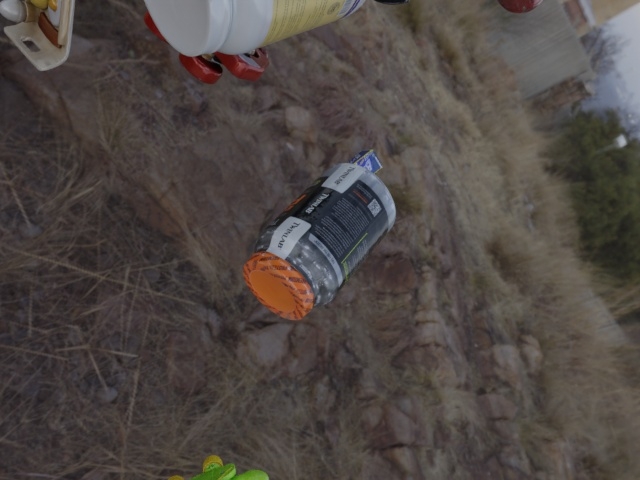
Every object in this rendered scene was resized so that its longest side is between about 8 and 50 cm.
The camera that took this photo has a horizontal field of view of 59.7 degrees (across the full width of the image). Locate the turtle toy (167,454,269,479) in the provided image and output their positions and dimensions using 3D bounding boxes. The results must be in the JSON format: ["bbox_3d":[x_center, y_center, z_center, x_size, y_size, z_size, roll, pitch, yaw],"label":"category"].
[{"bbox_3d":[-0.121,0.299,0.641,0.066,0.130,0.095,67,-10,-12],"label":"turtle toy"}]

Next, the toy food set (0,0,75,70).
[{"bbox_3d":[-0.616,-0.553,1.193,0.092,0.306,0.220,-14,47,-44],"label":"toy food set"}]

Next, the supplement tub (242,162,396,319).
[{"bbox_3d":[0.000,0.000,1.214,0.338,0.207,0.207,-47,111,-34],"label":"supplement tub"}]

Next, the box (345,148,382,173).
[{"bbox_3d":[0.075,-0.165,1.438,0.059,0.169,0.054,56,-13,-21],"label":"box"}]

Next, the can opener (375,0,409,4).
[{"bbox_3d":[0.155,-0.386,0.806,0.059,0.186,0.073,-47,137,-35],"label":"can opener"}]

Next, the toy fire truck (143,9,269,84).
[{"bbox_3d":[-0.226,-0.482,1.274,0.302,0.169,0.254,49,24,9],"label":"toy fire truck"}]

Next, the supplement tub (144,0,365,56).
[{"bbox_3d":[-0.097,-0.441,0.889,0.331,0.241,0.241,-31,96,-31],"label":"supplement tub"}]

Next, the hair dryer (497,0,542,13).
[{"bbox_3d":[0.268,-0.441,0.803,0.224,0.080,0.294,57,27,-31],"label":"hair dryer"}]
